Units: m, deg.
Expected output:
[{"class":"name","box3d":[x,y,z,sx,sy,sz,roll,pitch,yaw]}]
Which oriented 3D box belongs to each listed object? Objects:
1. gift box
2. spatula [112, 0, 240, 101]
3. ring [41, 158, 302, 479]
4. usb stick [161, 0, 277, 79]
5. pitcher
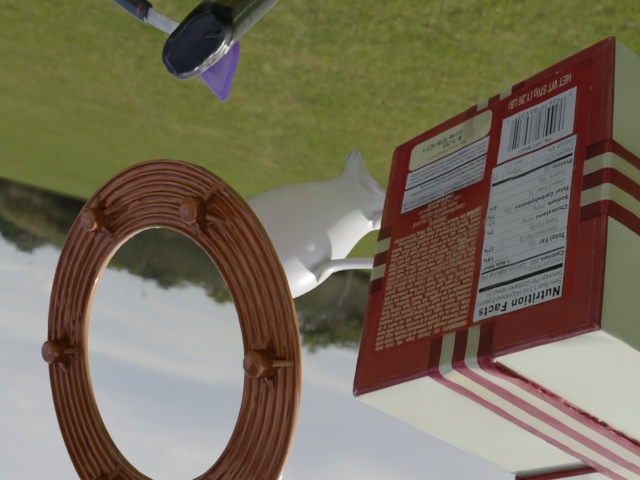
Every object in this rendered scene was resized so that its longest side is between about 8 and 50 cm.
[{"class":"gift box","box3d":[0.211,0.023,0.778,0.258,0.276,0.255,31,150,-29]},{"class":"spatula","box3d":[-0.187,-0.265,1.294,0.296,0.084,0.030,36,-150,32]},{"class":"ring","box3d":[-0.144,0.098,0.909,0.336,0.337,0.032,11,-172,42]},{"class":"usb stick","box3d":[-0.084,-0.207,0.994,0.045,0.077,0.278,43,-160,-10]},{"class":"pitcher","box3d":[0.000,0.000,1.233,0.178,0.207,0.125,43,153,41]}]
